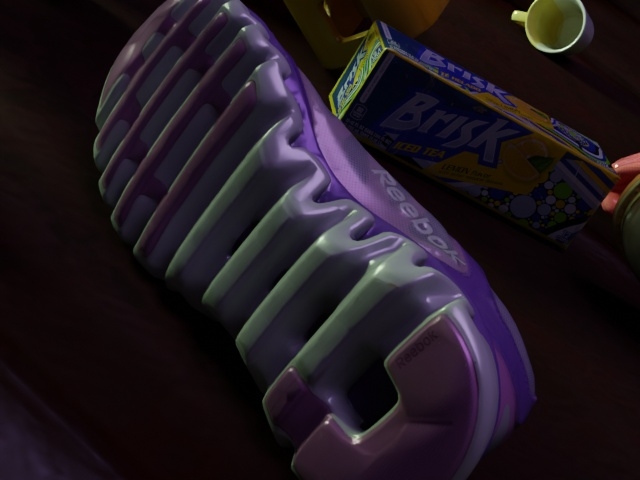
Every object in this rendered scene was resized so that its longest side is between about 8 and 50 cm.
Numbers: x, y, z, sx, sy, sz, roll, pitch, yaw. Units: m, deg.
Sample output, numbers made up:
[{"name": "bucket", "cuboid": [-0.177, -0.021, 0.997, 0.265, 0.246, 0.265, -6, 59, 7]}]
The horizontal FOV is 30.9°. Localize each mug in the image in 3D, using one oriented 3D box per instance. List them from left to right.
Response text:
[{"name": "mug", "cuboid": [0.243, -0.221, 1.175, 0.078, 0.062, 0.064, 52, 21, 21]}]

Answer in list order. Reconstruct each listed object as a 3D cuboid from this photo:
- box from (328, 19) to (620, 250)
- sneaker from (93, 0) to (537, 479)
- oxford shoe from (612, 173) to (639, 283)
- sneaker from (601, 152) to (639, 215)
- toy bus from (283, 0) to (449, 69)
[{"name": "box", "cuboid": [0.091, -0.063, 0.694, 0.168, 0.059, 0.054, 26, 23, -18]}, {"name": "sneaker", "cuboid": [0.000, 0.000, 0.443, 0.104, 0.095, 0.236, 11, 37, -53]}, {"name": "oxford shoe", "cuboid": [0.306, 0.087, 0.610, 0.363, 0.130, 0.132, 38, 31, 9]}, {"name": "sneaker", "cuboid": [0.307, 0.013, 0.742, 0.136, 0.116, 0.314, -2, 20, -34]}, {"name": "toy bus", "cuboid": [0.001, -0.206, 0.706, 0.202, 0.191, 0.104, 23, 45, 8]}]
